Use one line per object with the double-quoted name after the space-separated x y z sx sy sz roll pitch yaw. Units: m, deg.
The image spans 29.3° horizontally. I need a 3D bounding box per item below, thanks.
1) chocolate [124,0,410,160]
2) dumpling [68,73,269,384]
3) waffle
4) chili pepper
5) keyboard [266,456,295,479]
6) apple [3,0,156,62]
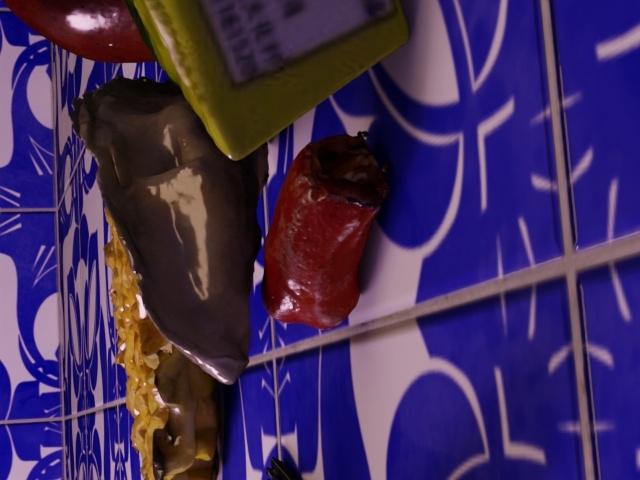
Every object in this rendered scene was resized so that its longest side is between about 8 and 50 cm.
-0.079 -0.234 0.719 0.289 0.137 0.300 -129 16 -64 "chocolate"
-0.082 -0.057 0.828 0.086 0.166 0.332 -34 27 17 "dumpling"
-0.166 0.085 1.257 0.380 0.095 0.382 -179 85 -74 "waffle"
0.000 0.000 0.739 0.073 0.070 0.123 42 136 28 "chili pepper"
-0.010 0.217 0.870 0.196 0.015 0.074 -152 62 -72 "keyboard"
-0.158 -0.244 0.979 0.234 0.234 0.233 179 90 -73 "apple"
